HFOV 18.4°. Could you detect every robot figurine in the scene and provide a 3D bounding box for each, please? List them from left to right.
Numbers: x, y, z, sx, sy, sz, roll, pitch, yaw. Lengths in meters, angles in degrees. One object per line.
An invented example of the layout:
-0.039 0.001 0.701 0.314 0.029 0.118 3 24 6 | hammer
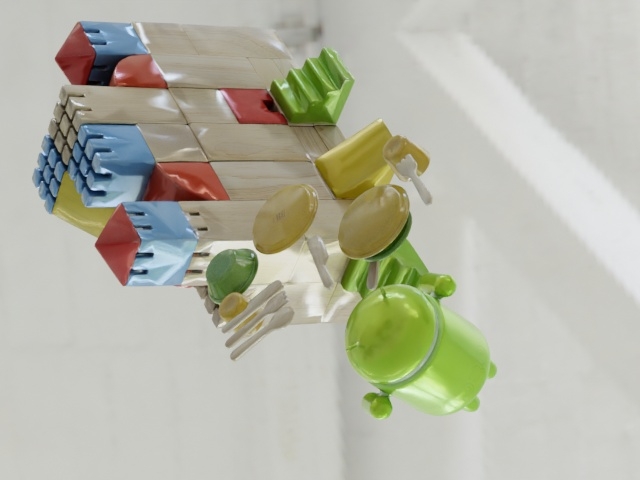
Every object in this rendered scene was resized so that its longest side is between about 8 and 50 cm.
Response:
0.062 0.069 1.244 0.067 0.115 0.101 25 -95 46 | robot figurine

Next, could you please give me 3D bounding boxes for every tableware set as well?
0.000 0.000 1.104 0.154 0.024 0.104 -40 -143 13 | tableware set

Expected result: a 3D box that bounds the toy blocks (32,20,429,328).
-0.112 -0.060 1.642 0.381 0.261 0.191 59 -42 40 | toy blocks
